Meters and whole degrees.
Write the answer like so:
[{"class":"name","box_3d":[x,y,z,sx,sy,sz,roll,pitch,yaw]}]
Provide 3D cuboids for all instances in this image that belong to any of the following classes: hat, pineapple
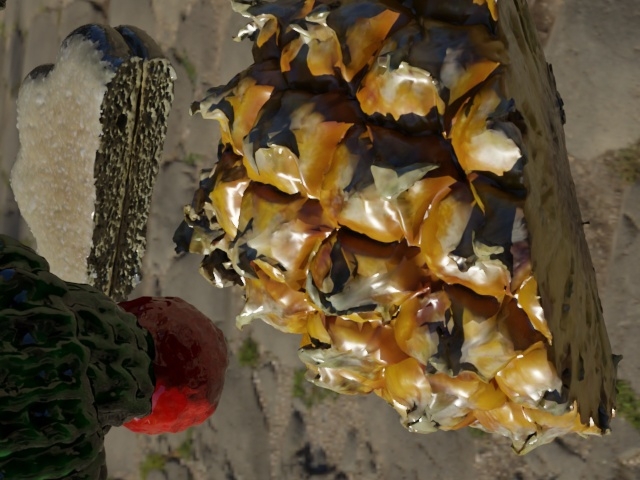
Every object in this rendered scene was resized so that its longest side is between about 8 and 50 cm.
[{"class":"hat","box_3d":[-0.210,0.099,0.759,0.274,0.332,0.242,19,112,46]},{"class":"pineapple","box_3d":[-0.003,0.001,0.556,0.286,0.209,0.344,-11,100,25]}]

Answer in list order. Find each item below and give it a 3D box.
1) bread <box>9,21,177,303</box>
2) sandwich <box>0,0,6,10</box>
[{"class":"bread","box_3d":[-0.266,-0.089,1.096,0.183,0.102,0.337,34,122,32]},{"class":"sandwich","box_3d":[-0.435,-0.340,0.947,0.162,0.301,0.250,114,168,-46]}]
